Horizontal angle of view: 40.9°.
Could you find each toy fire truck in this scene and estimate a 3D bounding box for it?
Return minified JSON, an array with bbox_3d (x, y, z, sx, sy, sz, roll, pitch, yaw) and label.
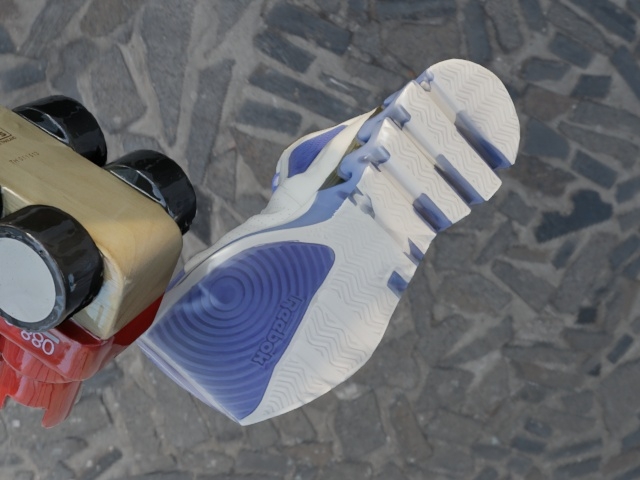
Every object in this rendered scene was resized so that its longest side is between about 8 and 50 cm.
[{"bbox_3d":[-0.204,0.025,0.515,0.217,0.158,0.246,31,122,8],"label":"toy fire truck"}]

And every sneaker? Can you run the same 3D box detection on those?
[{"bbox_3d":[0.001,-0.001,0.665,0.315,0.182,0.127,-44,102,-16],"label":"sneaker"}]
